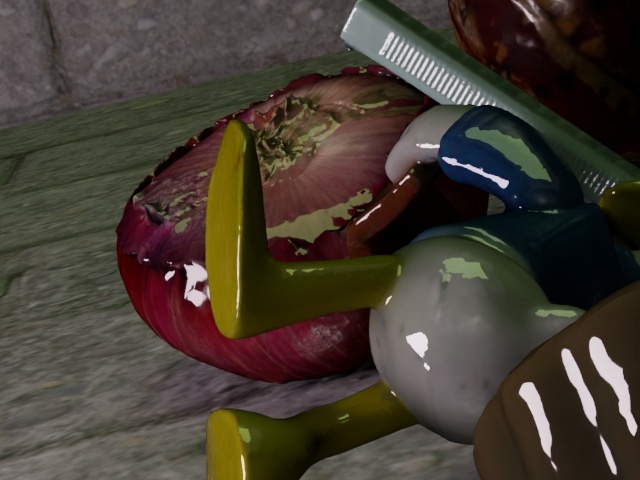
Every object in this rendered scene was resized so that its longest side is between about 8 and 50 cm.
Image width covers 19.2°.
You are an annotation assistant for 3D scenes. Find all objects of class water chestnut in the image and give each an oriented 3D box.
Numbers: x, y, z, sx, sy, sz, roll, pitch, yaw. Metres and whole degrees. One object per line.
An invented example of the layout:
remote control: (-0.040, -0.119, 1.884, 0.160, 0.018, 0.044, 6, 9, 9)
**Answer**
water chestnut: (0.228, -0.184, 1.490, 0.335, 0.335, 0.347, -25, -13, -45)

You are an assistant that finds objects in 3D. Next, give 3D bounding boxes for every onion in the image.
onion: (-0.007, -0.006, 1.152, 0.248, 0.161, 0.248, -12, 16, 4)

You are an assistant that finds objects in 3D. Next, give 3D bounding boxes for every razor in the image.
razor: (0.129, -0.048, 1.056, 0.056, 0.278, 0.111, -52, -7, 27)

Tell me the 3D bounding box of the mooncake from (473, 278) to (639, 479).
mooncake: (0.163, 0.066, 0.573, 0.228, 0.124, 0.228, -19, -19, -7)

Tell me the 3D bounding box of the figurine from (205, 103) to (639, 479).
figurine: (0.110, 0.033, 0.920, 0.338, 0.204, 0.283, 1, 15, -7)
